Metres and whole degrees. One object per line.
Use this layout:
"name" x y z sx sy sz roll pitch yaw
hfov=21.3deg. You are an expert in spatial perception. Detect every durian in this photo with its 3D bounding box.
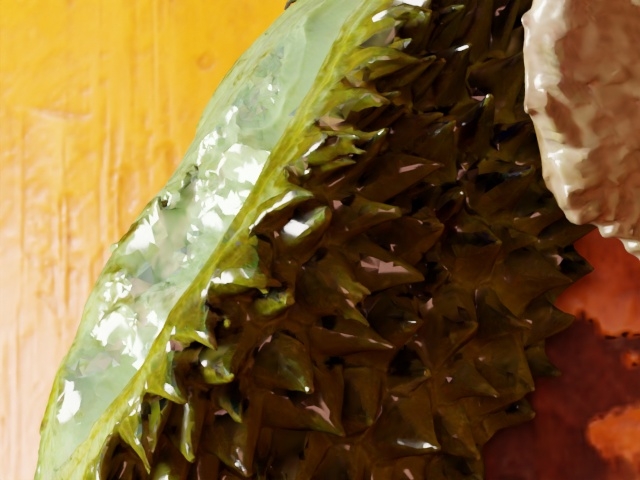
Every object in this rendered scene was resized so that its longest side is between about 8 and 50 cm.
"durian" 0.009 0.006 0.768 0.198 0.163 0.394 0 60 62

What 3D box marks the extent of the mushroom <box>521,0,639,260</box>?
"mushroom" 0.220 -0.034 0.607 0.233 0.208 0.302 -55 40 17
